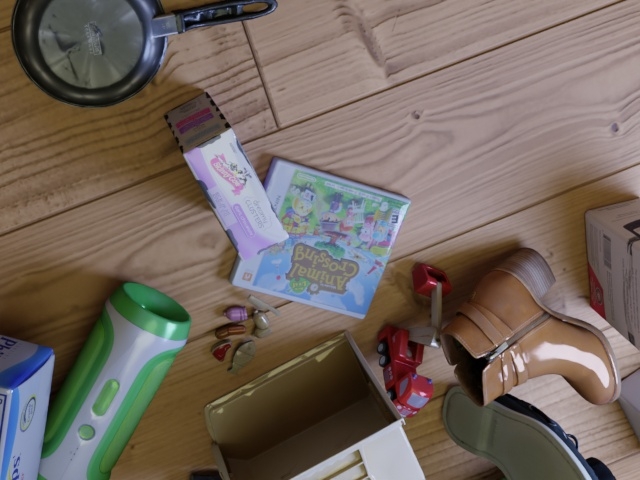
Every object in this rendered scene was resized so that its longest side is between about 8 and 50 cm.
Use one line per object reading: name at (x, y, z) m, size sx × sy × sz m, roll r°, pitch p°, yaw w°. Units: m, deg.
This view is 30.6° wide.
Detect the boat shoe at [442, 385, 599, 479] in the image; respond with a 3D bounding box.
boat shoe at (0.315, 0.307, 1.696) m, size 0.113 × 0.340 × 0.127 m, roll 2°, pitch 102°, yaw -31°

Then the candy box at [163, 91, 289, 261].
candy box at (-0.124, -0.085, 1.500) m, size 0.070 × 0.196 × 0.165 m, roll -28°, pitch 114°, yaw -3°

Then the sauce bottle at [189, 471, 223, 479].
sauce bottle at (-0.132, 0.368, 1.753) m, size 0.128 × 0.042 × 0.042 m, roll 5°, pitch 109°, yaw -18°

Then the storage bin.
storage bin at (-0.019, 0.288, 1.633) m, size 0.260 × 0.262 × 0.123 m, roll -27°, pitch 117°, yaw -4°

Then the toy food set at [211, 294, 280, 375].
toy food set at (-0.116, 0.131, 1.683) m, size 0.078 × 0.019 × 0.122 m, roll 32°, pitch 107°, yaw -23°

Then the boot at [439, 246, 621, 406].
boot at (0.305, 0.174, 1.695) m, size 0.220 × 0.109 × 0.283 m, roll -41°, pitch 107°, yaw -35°

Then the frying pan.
frying pan at (-0.230, -0.248, 1.496) m, size 0.326 × 0.053 × 0.197 m, roll 11°, pitch 107°, yaw -15°

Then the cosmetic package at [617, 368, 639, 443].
cosmetic package at (0.595, 0.269, 1.850) m, size 0.184 × 0.151 × 0.151 m, roll -32°, pitch 114°, yaw -2°

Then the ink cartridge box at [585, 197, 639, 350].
ink cartridge box at (0.484, 0.061, 1.694) m, size 0.100 × 0.237 × 0.172 m, roll -14°, pitch 113°, yaw -10°

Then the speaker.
speaker at (-0.293, 0.209, 1.598) m, size 0.131 × 0.131 × 0.296 m, roll 26°, pitch 102°, yaw -22°

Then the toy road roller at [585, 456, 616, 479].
toy road roller at (0.391, 0.511, 1.730) m, size 0.202 × 0.240 × 0.329 m, roll -20°, pitch 121°, yaw -19°

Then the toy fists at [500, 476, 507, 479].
toy fists at (0.326, 0.506, 1.899) m, size 0.142 × 0.096 × 0.279 m, roll -3°, pitch 112°, yaw -13°

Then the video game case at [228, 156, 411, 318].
video game case at (0.000, 0.000, 1.660) m, size 0.212 × 0.023 × 0.193 m, roll 16°, pitch 105°, yaw -20°

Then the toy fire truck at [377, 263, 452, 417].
toy fire truck at (0.141, 0.144, 1.688) m, size 0.047 × 0.192 × 0.135 m, roll 21°, pitch 131°, yaw -28°

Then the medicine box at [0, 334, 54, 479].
medicine box at (-0.515, 0.246, 1.496) m, size 0.289 × 0.149 × 0.263 m, roll 14°, pitch 107°, yaw 4°
